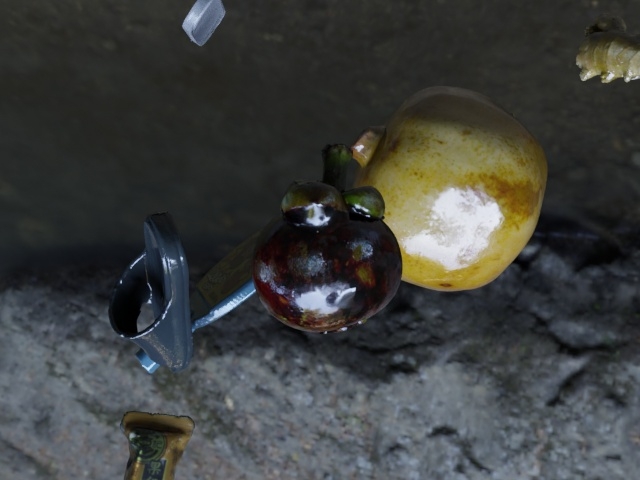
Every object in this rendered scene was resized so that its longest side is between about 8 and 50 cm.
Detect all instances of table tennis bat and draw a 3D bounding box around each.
[{"bbox_3d":[-0.148,0.075,1.415,0.044,0.329,0.215,50,175,-18],"label":"table tennis bat"}]

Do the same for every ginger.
[{"bbox_3d":[0.520,-0.327,1.644,0.115,0.205,0.081,-25,130,-4],"label":"ginger"}]

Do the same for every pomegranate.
[{"bbox_3d":[0.233,-0.109,1.783,0.416,0.417,0.417,14,153,7],"label":"pomegranate"}]

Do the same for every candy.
[{"bbox_3d":[-0.337,0.462,1.792,0.143,0.272,0.101,14,173,-15],"label":"candy"}]

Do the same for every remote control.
[{"bbox_3d":[-0.187,-0.358,1.506,0.022,0.077,0.245,36,-177,-6],"label":"remote control"}]

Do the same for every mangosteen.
[{"bbox_3d":[0.002,0.011,1.004,0.172,0.172,0.184,0,123,30],"label":"mangosteen"}]

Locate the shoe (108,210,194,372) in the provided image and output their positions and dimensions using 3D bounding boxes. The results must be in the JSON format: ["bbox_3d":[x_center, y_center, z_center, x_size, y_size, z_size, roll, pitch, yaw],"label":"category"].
[{"bbox_3d":[-0.208,0.067,1.105,0.093,0.108,0.241,-14,141,-20],"label":"shoe"}]
